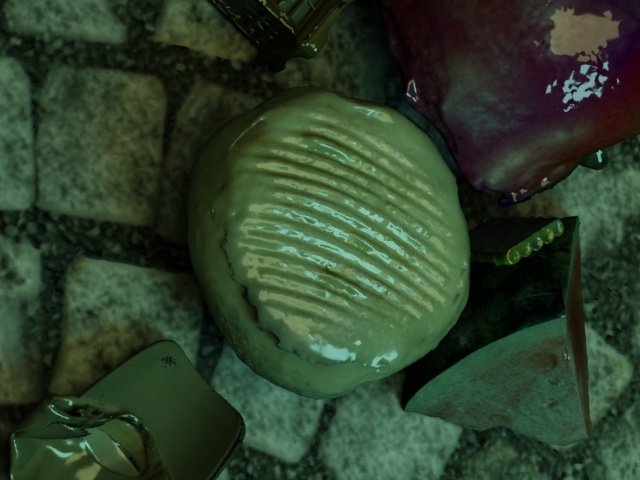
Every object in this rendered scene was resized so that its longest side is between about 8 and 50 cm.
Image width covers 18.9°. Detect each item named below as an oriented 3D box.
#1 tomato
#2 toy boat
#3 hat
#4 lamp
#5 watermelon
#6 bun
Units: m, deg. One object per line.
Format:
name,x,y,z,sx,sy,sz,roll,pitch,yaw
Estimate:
tomato,0.197,-0.206,1.518,0.335,0.176,0.290,-27,89,-40
toy boat,0.143,0.001,1.552,0.063,0.115,0.016,-30,104,-22
hat,-0.139,0.160,1.449,0.147,0.085,0.175,52,45,0
lamp,-0.110,-0.274,1.480,0.325,0.090,0.089,44,70,-15
watermelon,0.164,0.073,1.597,0.207,0.136,0.202,-54,149,-45
bun,0.000,0.000,1.475,0.239,0.141,0.239,9,71,-28
